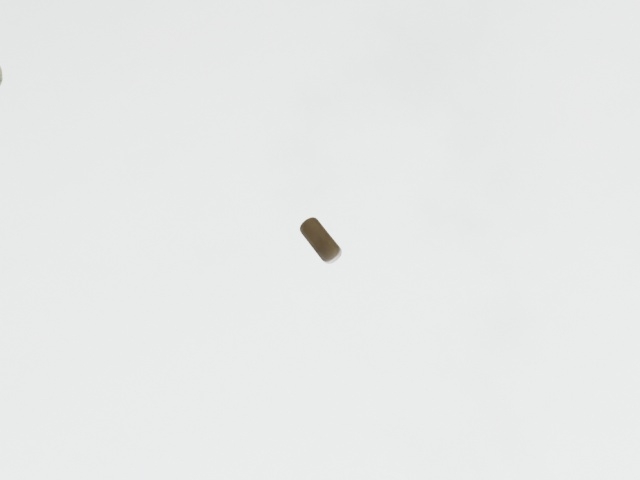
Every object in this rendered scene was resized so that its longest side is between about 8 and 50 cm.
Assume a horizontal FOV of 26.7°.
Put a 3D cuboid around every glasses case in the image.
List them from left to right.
[{"bbox_3d":[0.000,0.000,1.917,0.032,0.021,0.083,-38,-124,-2],"label":"glasses case"}]

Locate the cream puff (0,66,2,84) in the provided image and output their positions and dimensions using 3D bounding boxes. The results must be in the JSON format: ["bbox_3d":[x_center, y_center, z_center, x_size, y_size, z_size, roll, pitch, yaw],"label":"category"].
[{"bbox_3d":[-0.469,-0.225,1.671,0.146,0.116,0.146,-7,-171,1],"label":"cream puff"}]
